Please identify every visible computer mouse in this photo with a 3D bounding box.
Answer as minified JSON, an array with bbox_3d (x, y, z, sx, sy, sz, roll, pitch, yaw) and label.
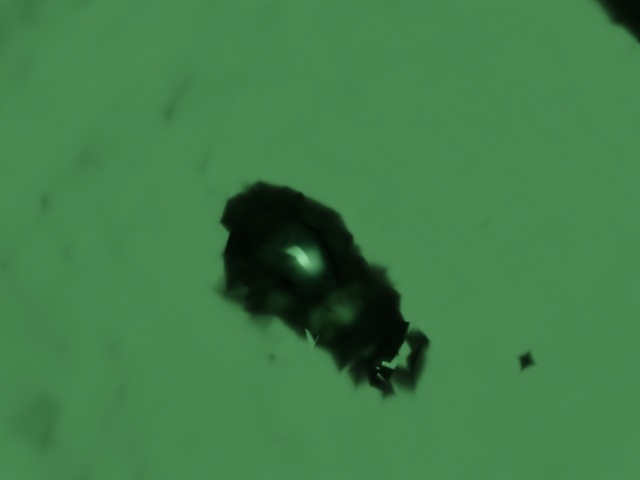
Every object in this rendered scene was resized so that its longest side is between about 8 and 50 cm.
[{"bbox_3d":[0.000,0.000,0.361,0.170,0.100,0.269,-42,90,4],"label":"computer mouse"}]
